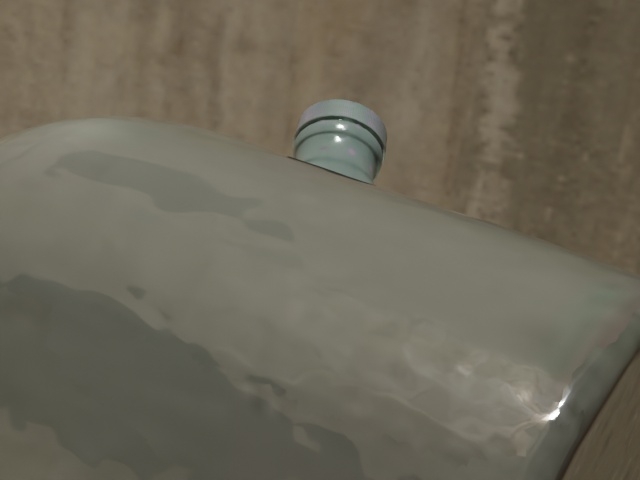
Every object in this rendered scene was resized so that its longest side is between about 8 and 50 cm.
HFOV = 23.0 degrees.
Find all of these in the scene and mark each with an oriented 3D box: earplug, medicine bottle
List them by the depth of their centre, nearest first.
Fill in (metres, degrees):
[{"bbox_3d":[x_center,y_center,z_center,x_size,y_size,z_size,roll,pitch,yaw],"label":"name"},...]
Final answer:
[{"bbox_3d":[-0.051,0.106,0.789,0.312,0.394,0.312,-48,-31,-42],"label":"earplug"},{"bbox_3d":[0.000,0.000,1.068,0.090,0.090,0.216,79,-164,-46],"label":"medicine bottle"}]
